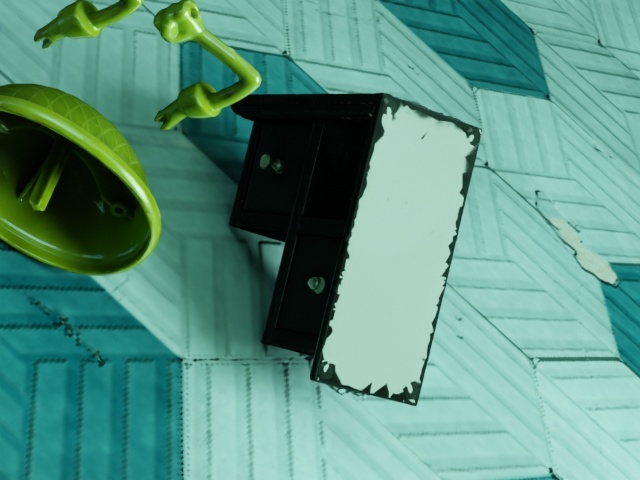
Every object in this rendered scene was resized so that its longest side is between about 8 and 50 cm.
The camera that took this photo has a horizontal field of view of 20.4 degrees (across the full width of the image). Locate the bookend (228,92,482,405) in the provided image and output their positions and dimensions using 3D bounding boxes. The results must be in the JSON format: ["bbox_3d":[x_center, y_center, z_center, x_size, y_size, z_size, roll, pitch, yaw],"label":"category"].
[{"bbox_3d":[0.000,0.000,1.004,0.072,0.156,0.157,17,-5,-34],"label":"bookend"}]

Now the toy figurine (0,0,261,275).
[{"bbox_3d":[-0.205,-0.166,0.910,0.362,0.191,0.217,31,28,-18],"label":"toy figurine"}]
